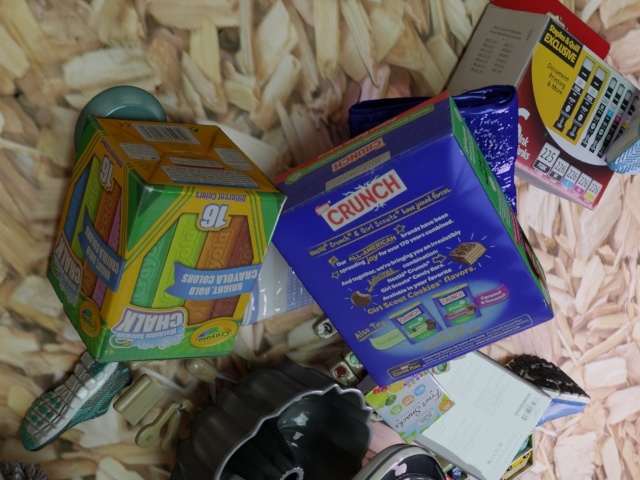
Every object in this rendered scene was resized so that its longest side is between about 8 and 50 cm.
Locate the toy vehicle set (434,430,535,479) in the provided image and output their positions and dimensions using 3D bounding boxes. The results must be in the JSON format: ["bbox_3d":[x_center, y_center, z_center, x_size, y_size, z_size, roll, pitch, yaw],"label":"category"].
[{"bbox_3d":[0.305,0.435,1.773,0.266,0.035,0.166,-28,127,-24],"label":"toy vehicle set"}]

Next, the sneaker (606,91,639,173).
[{"bbox_3d":[0.524,-0.198,1.419,0.229,0.092,0.087,-46,135,12],"label":"sneaker"}]

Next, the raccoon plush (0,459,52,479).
[{"bbox_3d":[-0.407,0.368,1.149,0.216,0.299,0.446,-50,167,-26],"label":"raccoon plush"}]

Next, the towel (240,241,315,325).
[{"bbox_3d":[0.000,0.000,1.321,0.285,0.034,0.209,-15,121,-31],"label":"towel"}]

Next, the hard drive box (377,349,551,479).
[{"bbox_3d":[0.227,0.264,1.514,0.232,0.089,0.181,32,92,-8],"label":"hard drive box"}]

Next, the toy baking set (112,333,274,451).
[{"bbox_3d":[-0.172,0.186,1.267,0.256,0.030,0.197,-29,137,-32],"label":"toy baking set"}]

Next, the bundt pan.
[{"bbox_3d":[-0.083,0.316,1.336,0.330,0.124,0.331,-28,135,-32],"label":"bundt pan"}]

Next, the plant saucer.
[{"bbox_3d":[-0.230,-0.122,1.090,0.119,0.021,0.119,-17,121,-30],"label":"plant saucer"}]

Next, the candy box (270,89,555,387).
[{"bbox_3d":[0.118,0.009,1.205,0.268,0.122,0.317,-24,121,17],"label":"candy box"}]

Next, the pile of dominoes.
[{"bbox_3d":[0.130,0.148,1.414,0.251,0.040,0.196,-36,106,-2],"label":"pile of dominoes"}]

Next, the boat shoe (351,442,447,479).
[{"bbox_3d":[0.180,0.483,1.534,0.187,0.156,0.500,-45,139,-9],"label":"boat shoe"}]

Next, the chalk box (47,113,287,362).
[{"bbox_3d":[-0.193,0.026,1.073,0.180,0.179,0.289,0,121,-37],"label":"chalk box"}]

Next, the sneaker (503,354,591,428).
[{"bbox_3d":[0.354,0.304,1.701,0.329,0.130,0.147,3,117,-30],"label":"sneaker"}]

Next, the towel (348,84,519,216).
[{"bbox_3d":[0.164,-0.057,1.280,0.227,0.076,0.308,-7,125,2],"label":"towel"}]

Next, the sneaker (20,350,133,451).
[{"bbox_3d":[-0.305,0.211,1.177,0.166,0.065,0.076,-44,135,-9],"label":"sneaker"}]

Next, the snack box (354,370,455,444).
[{"bbox_3d":[0.131,0.236,1.410,0.100,0.037,0.141,-40,125,1],"label":"snack box"}]

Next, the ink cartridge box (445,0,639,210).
[{"bbox_3d":[0.357,-0.229,1.414,0.309,0.130,0.272,21,97,-42],"label":"ink cartridge box"}]
